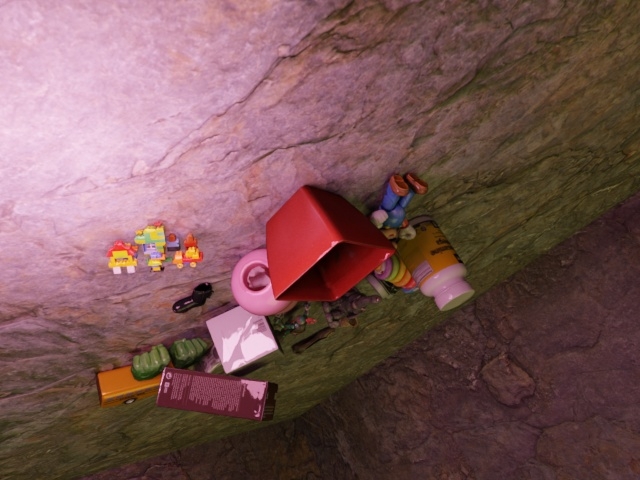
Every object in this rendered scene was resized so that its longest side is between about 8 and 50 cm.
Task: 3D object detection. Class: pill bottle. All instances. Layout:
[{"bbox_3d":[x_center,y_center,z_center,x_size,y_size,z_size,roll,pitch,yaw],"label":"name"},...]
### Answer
[{"bbox_3d":[0.425,0.088,1.696,0.188,0.333,0.188,-22,153,-12],"label":"pill bottle"}]

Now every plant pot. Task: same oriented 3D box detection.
[{"bbox_3d":[0.000,0.000,1.267,0.267,0.235,0.267,-42,150,28],"label":"plant pot"}]

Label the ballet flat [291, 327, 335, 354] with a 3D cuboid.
[{"bbox_3d":[-0.031,0.527,2.347,0.250,0.058,0.084,-26,154,-4],"label":"ballet flat"}]

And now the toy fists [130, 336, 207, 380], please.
[{"bbox_3d":[-0.558,0.431,1.670,0.279,0.096,0.142,-8,156,-36],"label":"toy fists"}]

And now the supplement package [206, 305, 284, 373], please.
[{"bbox_3d":[-0.269,0.370,1.673,0.198,0.199,0.262,-24,161,-8],"label":"supplement package"}]

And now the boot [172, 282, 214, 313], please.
[{"bbox_3d":[-0.402,0.180,1.425,0.121,0.045,0.099,-13,153,-40],"label":"boot"}]

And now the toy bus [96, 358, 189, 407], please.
[{"bbox_3d":[-0.670,0.534,1.729,0.333,0.108,0.130,-6,144,-35],"label":"toy bus"}]

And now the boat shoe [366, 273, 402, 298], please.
[{"bbox_3d":[0.295,0.182,2.008,0.119,0.121,0.335,-41,162,8],"label":"boat shoe"}]

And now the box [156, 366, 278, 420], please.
[{"bbox_3d":[-0.361,0.553,1.619,0.382,0.143,0.191,3,160,8],"label":"box"}]

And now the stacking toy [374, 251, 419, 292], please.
[{"bbox_3d":[0.281,0.107,1.838,0.302,0.165,0.175,11,140,-30],"label":"stacking toy"}]

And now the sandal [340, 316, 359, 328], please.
[{"bbox_3d":[0.139,0.413,2.272,0.079,0.088,0.240,-30,158,-8],"label":"sandal"}]

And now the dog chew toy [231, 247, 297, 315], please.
[{"bbox_3d":[-0.151,0.148,1.442,0.207,0.206,0.332,-29,161,2],"label":"dog chew toy"}]

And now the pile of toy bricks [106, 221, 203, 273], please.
[{"bbox_3d":[-0.396,0.005,1.090,0.212,0.118,0.105,-4,119,-10],"label":"pile of toy bricks"}]

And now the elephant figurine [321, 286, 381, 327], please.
[{"bbox_3d":[0.131,0.274,1.932,0.240,0.186,0.169,-17,130,-3],"label":"elephant figurine"}]

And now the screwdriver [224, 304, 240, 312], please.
[{"bbox_3d":[-0.276,0.227,1.643,0.170,0.024,0.025,-31,-179,8],"label":"screwdriver"}]

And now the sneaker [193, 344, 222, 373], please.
[{"bbox_3d":[-0.444,0.513,1.921,0.232,0.090,0.115,-38,155,21],"label":"sneaker"}]

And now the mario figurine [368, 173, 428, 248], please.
[{"bbox_3d":[0.242,-0.051,1.461,0.198,0.170,0.320,16,132,-7],"label":"mario figurine"}]

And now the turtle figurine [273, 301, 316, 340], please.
[{"bbox_3d":[-0.114,0.346,1.908,0.175,0.118,0.234,-10,153,-31],"label":"turtle figurine"}]
